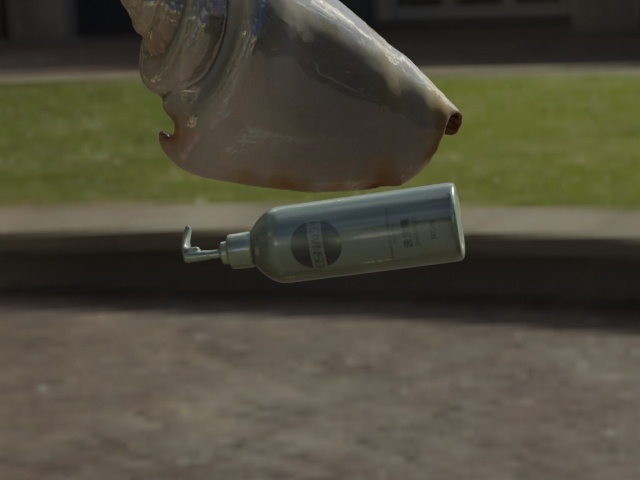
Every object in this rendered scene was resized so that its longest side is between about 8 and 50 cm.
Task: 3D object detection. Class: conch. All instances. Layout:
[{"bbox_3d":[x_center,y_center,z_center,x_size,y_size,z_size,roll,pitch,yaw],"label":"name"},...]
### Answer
[{"bbox_3d":[-0.020,-0.078,0.967,0.176,0.104,0.094,29,-31,-35],"label":"conch"}]

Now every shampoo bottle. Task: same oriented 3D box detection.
[{"bbox_3d":[0.000,0.000,1.372,0.195,0.056,0.056,-9,8,8],"label":"shampoo bottle"}]
